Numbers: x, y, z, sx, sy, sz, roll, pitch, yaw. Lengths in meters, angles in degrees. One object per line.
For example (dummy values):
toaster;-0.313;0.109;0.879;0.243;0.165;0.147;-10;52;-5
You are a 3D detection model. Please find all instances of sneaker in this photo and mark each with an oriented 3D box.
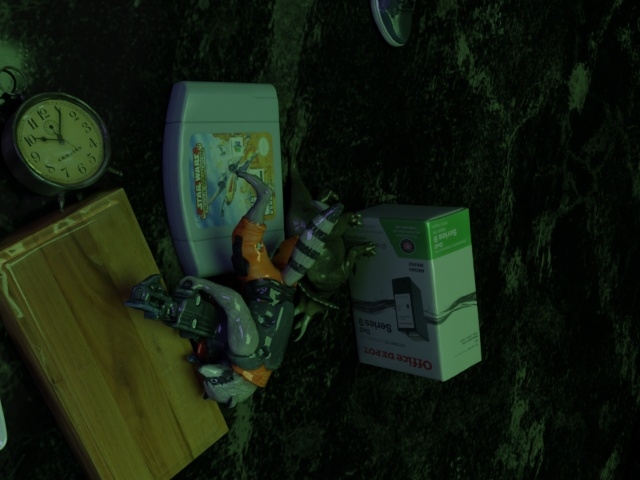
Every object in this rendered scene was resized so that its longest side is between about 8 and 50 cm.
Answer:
sneaker;0.172;-0.472;1.367;0.086;0.163;0.226;-19;107;-42

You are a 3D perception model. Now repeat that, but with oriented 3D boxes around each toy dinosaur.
toy dinosaur;0.000;0.000;1.276;0.160;0.121;0.314;-32;119;-51

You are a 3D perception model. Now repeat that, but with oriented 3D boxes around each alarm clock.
alarm clock;-0.351;-0.137;0.972;0.129;0.064;0.192;-41;107;-40

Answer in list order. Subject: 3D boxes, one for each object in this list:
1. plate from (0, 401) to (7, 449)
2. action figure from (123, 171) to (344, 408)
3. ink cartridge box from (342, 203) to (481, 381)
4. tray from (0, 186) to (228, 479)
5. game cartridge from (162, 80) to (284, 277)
plate;-0.520;0.153;0.856;0.278;0.045;0.277;-15;103;-41
action figure;-0.103;0.078;1.071;0.341;0.178;0.330;19;88;-66
ink cartridge box;0.164;0.088;1.369;0.121;0.211;0.289;-18;105;-41
tray;-0.289;0.155;1.051;0.203;0.076;0.411;-35;115;-36
game cartridge;-0.148;-0.095;1.176;0.198;0.062;0.297;-10;100;-46
